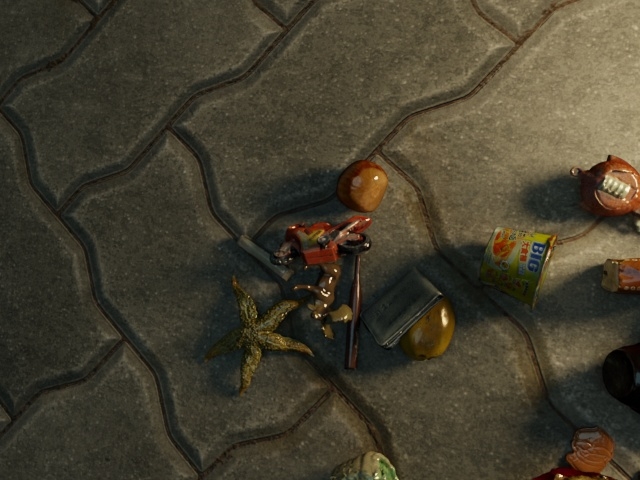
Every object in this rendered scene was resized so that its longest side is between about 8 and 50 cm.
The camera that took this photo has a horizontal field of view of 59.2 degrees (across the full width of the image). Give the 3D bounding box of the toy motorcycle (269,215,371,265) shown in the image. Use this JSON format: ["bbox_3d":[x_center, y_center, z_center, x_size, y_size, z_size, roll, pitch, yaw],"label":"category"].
[{"bbox_3d":[0.000,0.002,1.614,0.299,0.171,0.089,-9,118,11],"label":"toy motorcycle"}]

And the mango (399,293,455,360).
[{"bbox_3d":[0.293,0.234,1.533,0.137,0.098,0.195,22,87,5],"label":"mango"}]

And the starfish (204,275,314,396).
[{"bbox_3d":[-0.184,0.295,1.673,0.348,0.078,0.357,7,86,13],"label":"starfish"}]

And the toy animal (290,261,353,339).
[{"bbox_3d":[0.010,0.160,1.615,0.186,0.094,0.214,25,74,-7],"label":"toy animal"}]

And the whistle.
[{"bbox_3d":[0.796,-0.102,1.429,0.346,0.133,0.142,29,83,8],"label":"whistle"}]

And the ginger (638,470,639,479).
[{"bbox_3d":[0.806,0.613,1.396,0.048,0.030,0.097,21,87,44],"label":"ginger"}]

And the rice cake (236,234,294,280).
[{"bbox_3d":[-0.168,0.050,1.710,0.207,0.036,0.047,34,105,15],"label":"rice cake"}]

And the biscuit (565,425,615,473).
[{"bbox_3d":[0.690,0.537,1.439,0.102,0.019,0.130,29,91,15],"label":"biscuit"}]

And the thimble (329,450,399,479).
[{"bbox_3d":[0.127,0.666,1.472,0.150,0.219,0.218,-30,77,12],"label":"thimble"}]

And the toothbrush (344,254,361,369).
[{"bbox_3d":[0.098,0.189,1.621,0.041,0.041,0.363,3,84,15],"label":"toothbrush"}]

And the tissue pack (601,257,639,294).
[{"bbox_3d":[0.821,0.091,1.368,0.226,0.183,0.091,3,87,16],"label":"tissue pack"}]

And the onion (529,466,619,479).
[{"bbox_3d":[0.610,0.773,1.285,0.399,0.398,0.419,12,109,16],"label":"onion"}]

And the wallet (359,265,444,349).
[{"bbox_3d":[0.216,0.183,1.540,0.222,0.036,0.167,-44,31,6],"label":"wallet"}]

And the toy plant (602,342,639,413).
[{"bbox_3d":[0.818,0.346,1.359,0.235,0.175,0.217,10,80,-10],"label":"toy plant"}]

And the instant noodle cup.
[{"bbox_3d":[0.509,0.057,1.459,0.153,0.205,0.204,21,90,26],"label":"instant noodle cup"}]

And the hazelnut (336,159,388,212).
[{"bbox_3d":[0.116,-0.157,1.617,0.151,0.150,0.150,-2,84,15],"label":"hazelnut"}]
